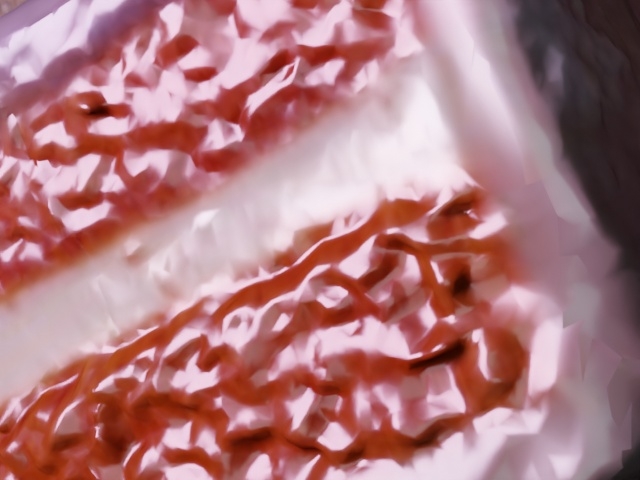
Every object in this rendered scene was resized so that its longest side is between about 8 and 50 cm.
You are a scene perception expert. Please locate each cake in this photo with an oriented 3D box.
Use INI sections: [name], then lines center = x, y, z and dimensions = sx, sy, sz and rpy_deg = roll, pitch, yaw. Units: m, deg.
[cake]
center = 0.000, 0.000, 0.506
dimensions = 0.309, 0.230, 0.237
rpy_deg = -26, 84, 32
